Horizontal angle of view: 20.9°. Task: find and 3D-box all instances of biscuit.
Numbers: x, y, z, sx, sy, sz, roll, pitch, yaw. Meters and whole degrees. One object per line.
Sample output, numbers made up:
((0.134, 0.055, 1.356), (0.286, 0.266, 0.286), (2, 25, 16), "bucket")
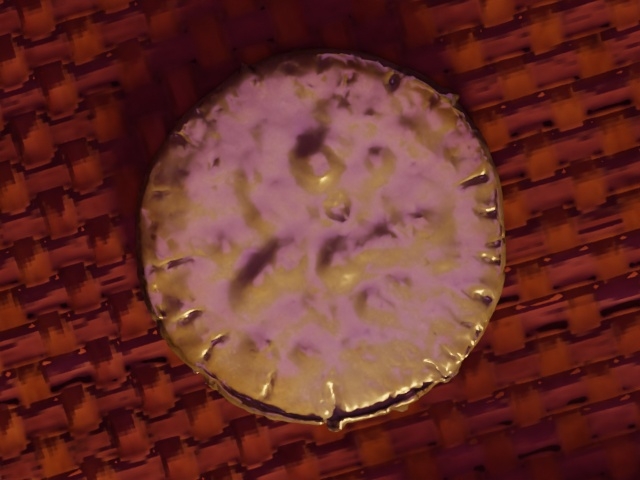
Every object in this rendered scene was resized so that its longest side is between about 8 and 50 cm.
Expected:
((0.000, 0.000, 0.670), (0.152, 0.020, 0.152), (0, 98, 1), "biscuit")
